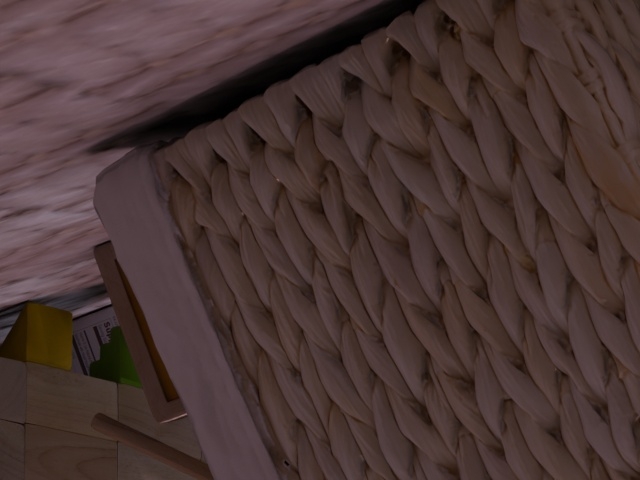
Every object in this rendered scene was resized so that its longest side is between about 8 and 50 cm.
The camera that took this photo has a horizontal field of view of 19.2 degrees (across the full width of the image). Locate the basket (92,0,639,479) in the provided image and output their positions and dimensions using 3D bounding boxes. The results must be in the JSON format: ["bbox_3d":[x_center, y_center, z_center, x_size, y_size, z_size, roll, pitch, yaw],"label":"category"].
[{"bbox_3d":[0.121,0.040,0.954,0.266,0.331,0.328,-30,172,29],"label":"basket"}]

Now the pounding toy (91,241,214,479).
[{"bbox_3d":[-0.081,0.090,1.287,0.181,0.206,0.094,-21,175,2],"label":"pounding toy"}]

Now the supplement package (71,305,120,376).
[{"bbox_3d":[-0.262,0.199,1.805,0.262,0.198,0.199,-21,175,0],"label":"supplement package"}]

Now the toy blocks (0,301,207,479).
[{"bbox_3d":[-0.257,0.186,1.548,0.261,0.191,0.381,-17,156,37],"label":"toy blocks"}]
